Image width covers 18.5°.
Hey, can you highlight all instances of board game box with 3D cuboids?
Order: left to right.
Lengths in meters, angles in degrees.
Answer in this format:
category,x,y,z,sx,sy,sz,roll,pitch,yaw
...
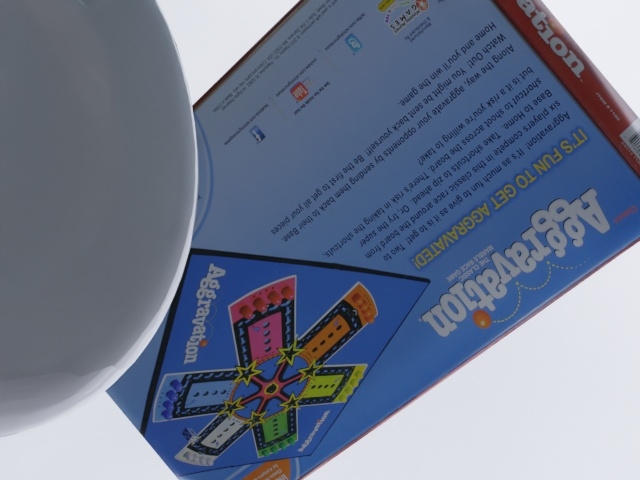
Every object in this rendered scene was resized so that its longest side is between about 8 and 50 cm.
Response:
category,x,y,z,sx,sy,sz,roll,pitch,yaw
board game box,0.000,0.000,0.767,0.145,0.027,0.281,51,-49,1

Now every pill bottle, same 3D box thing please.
category,x,y,z,sx,sy,sz,roll,pitch,yaw
pill bottle,-0.119,-0.004,0.366,0.180,0.108,0.108,-16,-108,41
